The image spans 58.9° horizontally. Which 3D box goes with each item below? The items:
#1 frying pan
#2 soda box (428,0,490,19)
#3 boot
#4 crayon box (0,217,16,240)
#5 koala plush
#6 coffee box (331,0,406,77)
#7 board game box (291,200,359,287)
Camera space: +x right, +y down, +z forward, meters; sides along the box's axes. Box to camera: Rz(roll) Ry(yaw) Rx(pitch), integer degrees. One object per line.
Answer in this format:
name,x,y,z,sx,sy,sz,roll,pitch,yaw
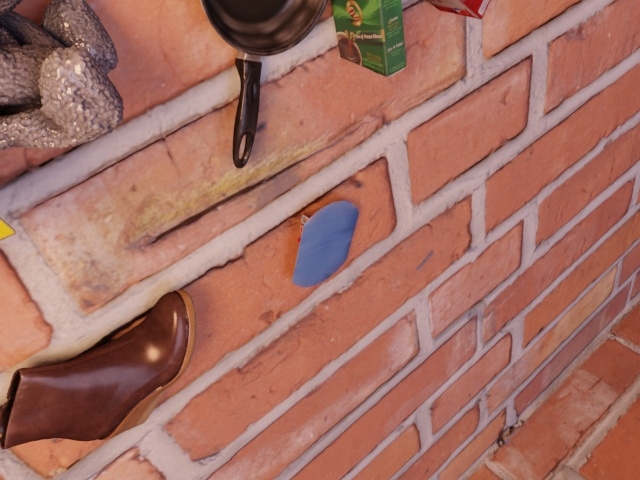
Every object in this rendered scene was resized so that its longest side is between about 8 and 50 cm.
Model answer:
frying pan,-0.061,-0.272,0.715,0.197,0.053,0.326,-29,135,-27
soda box,0.243,-0.475,0.836,0.083,0.092,0.263,11,109,-46
boot,-0.292,0.173,0.760,0.207,0.090,0.248,10,113,-49
crayon box,-0.413,-0.031,0.407,0.318,0.081,0.202,-20,137,8
koala plush,-0.287,-0.198,0.450,0.203,0.196,0.221,-14,132,-13
coffee box,0.057,-0.320,0.750,0.040,0.113,0.184,-32,136,-20
board game box,0.000,0.000,0.971,0.133,0.033,0.168,-18,132,-42
